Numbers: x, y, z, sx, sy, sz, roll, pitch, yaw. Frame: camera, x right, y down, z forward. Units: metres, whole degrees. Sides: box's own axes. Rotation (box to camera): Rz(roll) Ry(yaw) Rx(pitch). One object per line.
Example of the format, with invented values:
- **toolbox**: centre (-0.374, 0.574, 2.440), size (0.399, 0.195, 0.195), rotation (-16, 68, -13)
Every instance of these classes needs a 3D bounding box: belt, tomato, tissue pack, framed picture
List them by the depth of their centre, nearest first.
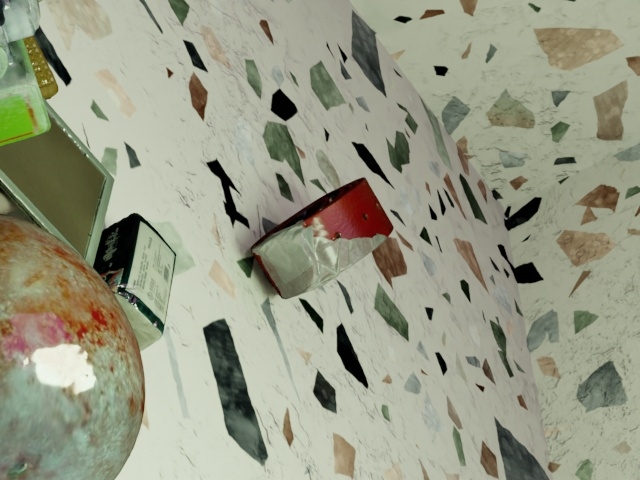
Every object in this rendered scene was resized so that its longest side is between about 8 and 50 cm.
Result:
- **tomato**: centre (-0.318, 0.131, 1.064), size (0.316, 0.317, 0.282), rotation (45, -4, -38)
- **framed picture**: centre (-0.374, -0.118, 1.519), size (0.293, 0.018, 0.231), rotation (53, 20, -29)
- **tissue pack**: centre (-0.255, 0.060, 1.584), size (0.103, 0.090, 0.170), rotation (50, 24, -32)
- **belt**: centre (0.000, 0.000, 2.039), size (0.115, 0.227, 0.324), rotation (58, 22, -5)

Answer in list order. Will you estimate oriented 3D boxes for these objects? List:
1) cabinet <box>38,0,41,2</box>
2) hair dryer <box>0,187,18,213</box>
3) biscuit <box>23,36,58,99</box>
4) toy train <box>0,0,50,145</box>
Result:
- **cabinet**: centre (-0.459, -0.379, 1.312), size (0.227, 0.318, 0.290), rotation (23, 46, -61)
- **hair dryer**: centre (-0.417, -0.066, 1.408), size (0.195, 0.053, 0.220), rotation (60, 21, -8)
- **biscuit**: centre (-0.449, -0.252, 1.575), size (0.172, 0.029, 0.254), rotation (62, 23, -6)
- **toy train**: centre (-0.428, -0.176, 1.187), size (0.249, 0.307, 0.173), rotation (106, -36, -70)
